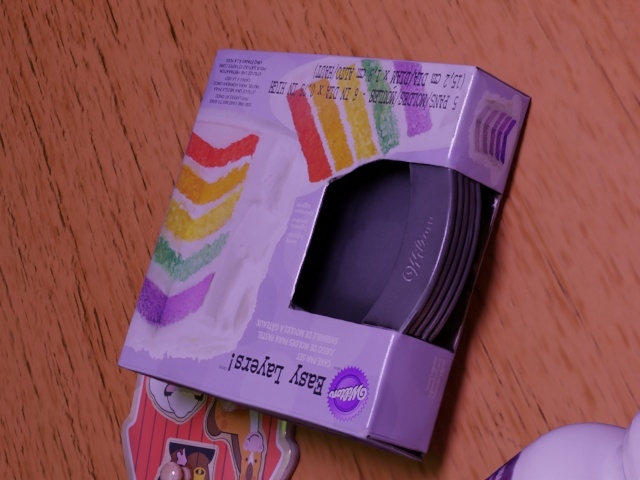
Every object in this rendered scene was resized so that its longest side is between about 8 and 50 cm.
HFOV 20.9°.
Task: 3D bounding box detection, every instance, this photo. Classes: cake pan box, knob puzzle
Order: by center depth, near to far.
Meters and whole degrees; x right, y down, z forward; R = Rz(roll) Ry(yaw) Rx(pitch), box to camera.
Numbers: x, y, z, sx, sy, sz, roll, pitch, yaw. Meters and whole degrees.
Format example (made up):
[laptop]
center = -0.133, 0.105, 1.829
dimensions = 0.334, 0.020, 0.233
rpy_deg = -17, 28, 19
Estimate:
[cake pan box]
center = 0.000, 0.000, 1.152
dimensions = 0.267, 0.070, 0.246
rpy_deg = 12, 84, 46
[knob puzzle]
center = -0.090, 0.146, 1.253
dimensions = 0.213, 0.030, 0.213
rpy_deg = -14, 70, 43

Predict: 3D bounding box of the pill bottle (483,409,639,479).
[pill bottle]
center = 0.125, 0.202, 0.910
dimensions = 0.301, 0.169, 0.169
rpy_deg = -44, 52, 31
